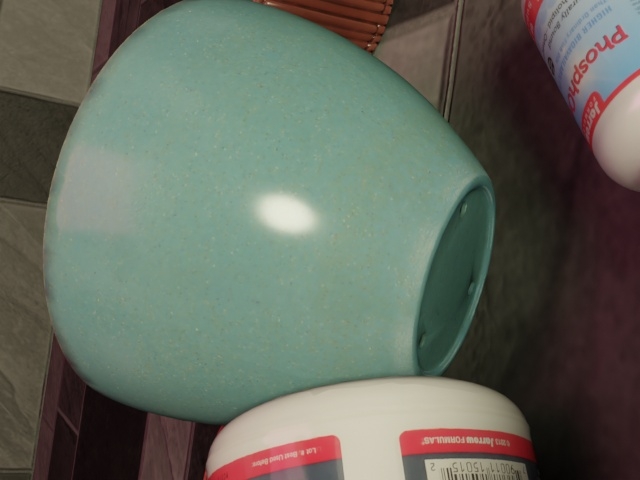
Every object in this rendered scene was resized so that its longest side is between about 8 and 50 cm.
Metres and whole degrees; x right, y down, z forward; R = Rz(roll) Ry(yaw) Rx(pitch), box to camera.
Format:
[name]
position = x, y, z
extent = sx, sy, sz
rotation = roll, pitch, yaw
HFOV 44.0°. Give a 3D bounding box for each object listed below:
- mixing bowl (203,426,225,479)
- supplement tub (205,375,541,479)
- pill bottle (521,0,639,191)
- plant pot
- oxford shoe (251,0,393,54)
[mixing bowl]
position = -0.020, 0.224, 0.628
extent = 0.181, 0.098, 0.181
rotation = -26, 60, 57
[supplement tub]
position = 0.039, 0.225, 0.414
extent = 0.191, 0.191, 0.272
rotation = -44, 45, 49
[pill bottle]
position = 0.163, -0.081, 0.382
extent = 0.087, 0.087, 0.160
rotation = -53, 38, 42
[plant pot]
position = 0.000, 0.000, 0.520
extent = 0.195, 0.290, 0.290
rotation = 16, 98, 25
[oxford shoe]
position = -0.028, -0.176, 0.743
extent = 0.130, 0.123, 0.348
rotation = -130, 56, -63
